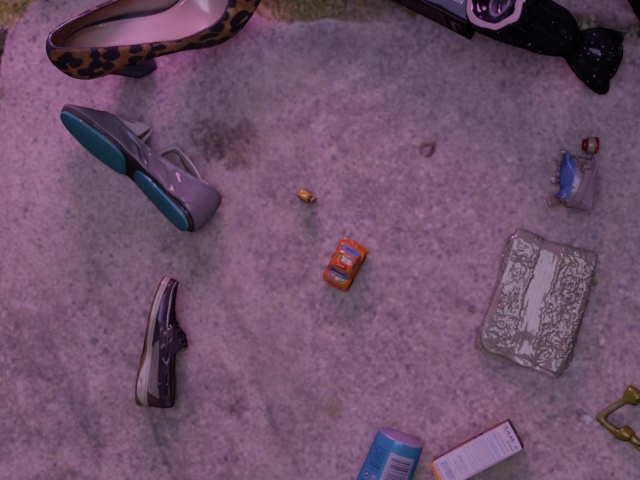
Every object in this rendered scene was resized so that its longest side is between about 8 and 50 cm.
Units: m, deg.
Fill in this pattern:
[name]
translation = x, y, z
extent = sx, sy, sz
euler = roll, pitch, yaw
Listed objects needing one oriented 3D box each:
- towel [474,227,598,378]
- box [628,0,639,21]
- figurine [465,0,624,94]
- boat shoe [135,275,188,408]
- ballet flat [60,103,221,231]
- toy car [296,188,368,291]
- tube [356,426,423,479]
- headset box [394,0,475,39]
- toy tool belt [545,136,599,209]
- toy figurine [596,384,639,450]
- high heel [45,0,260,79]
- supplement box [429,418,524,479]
[towel]
translation = 0.240, 0.069, 1.647
extent = 0.110, 0.027, 0.148
euler = 18, 90, 8
[box]
translation = 0.425, -0.341, 1.453
extent = 0.296, 0.294, 0.182
euler = -40, 42, 5
[figurine]
translation = 0.281, -0.282, 1.588
extent = 0.092, 0.209, 0.214
euler = 28, 94, 50
[boat shoe]
translation = -0.174, 0.116, 1.694
extent = 0.049, 0.056, 0.152
euler = 11, 99, 4
[ballet flat]
translation = -0.202, -0.095, 1.707
extent = 0.213, 0.072, 0.068
euler = 41, 66, 7
[toy car]
translation = 0.000, 0.000, 1.677
extent = 0.060, 0.040, 0.122
euler = -45, 83, 4
[tube]
translation = 0.053, 0.311, 1.655
extent = 0.080, 0.052, 0.207
euler = 23, 96, 13
[headset box]
translation = 0.086, -0.388, 1.647
extent = 0.293, 0.110, 0.218
euler = 28, 91, 8
[toy tool belt]
translation = 0.276, -0.075, 1.636
extent = 0.051, 0.052, 0.083
euler = 7, 88, 0
[toy figurine]
translation = 0.469, 0.159, 1.515
extent = 0.363, 0.217, 0.191
euler = -33, 83, 5
[high heel]
translation = -0.167, -0.255, 1.606
extent = 0.261, 0.186, 0.093
euler = -35, 77, 23
[supplement box]
translation = 0.171, 0.234, 1.632
extent = 0.098, 0.062, 0.036
euler = -29, 82, 5
